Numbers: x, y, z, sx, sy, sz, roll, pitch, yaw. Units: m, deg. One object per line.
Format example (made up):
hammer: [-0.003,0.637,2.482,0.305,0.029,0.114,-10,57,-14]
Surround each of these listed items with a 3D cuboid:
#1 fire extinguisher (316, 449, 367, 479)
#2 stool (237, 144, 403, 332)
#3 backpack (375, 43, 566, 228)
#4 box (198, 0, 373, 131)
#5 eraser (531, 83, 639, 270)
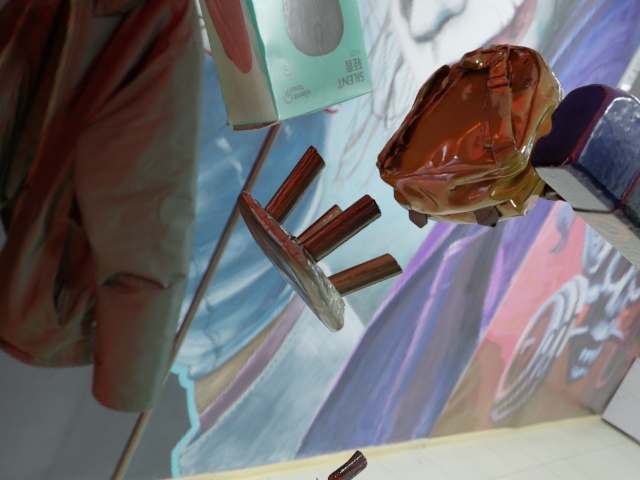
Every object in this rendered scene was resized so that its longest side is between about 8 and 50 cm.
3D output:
fire extinguisher: [0.035,0.327,0.959,0.100,0.046,0.032,-17,71,-50]
stool: [0.000,0.000,1.519,0.310,0.226,0.310,46,-12,39]
backpack: [0.299,-0.194,1.260,0.353,0.378,0.201,9,-29,43]
box: [-0.053,-0.328,0.941,0.205,0.312,0.118,-25,21,-37]
eraser: [0.447,-0.069,0.936,0.332,0.155,0.101,36,-7,-23]
